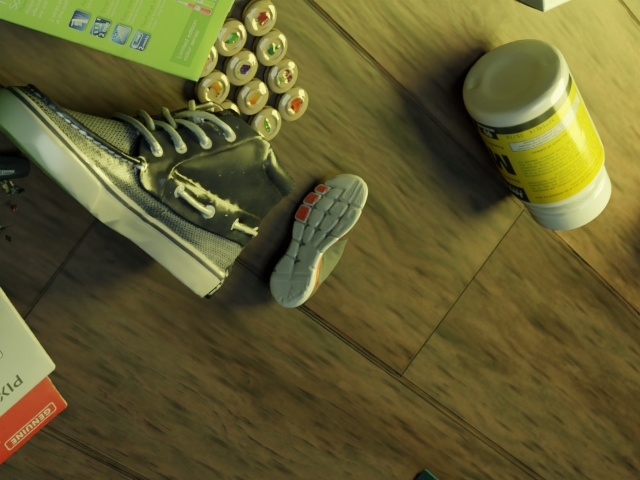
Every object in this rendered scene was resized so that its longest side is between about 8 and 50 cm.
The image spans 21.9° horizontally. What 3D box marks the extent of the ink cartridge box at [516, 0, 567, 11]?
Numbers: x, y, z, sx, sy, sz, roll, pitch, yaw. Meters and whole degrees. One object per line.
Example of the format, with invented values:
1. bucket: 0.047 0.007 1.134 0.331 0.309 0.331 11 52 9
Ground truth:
1. ink cartridge box: 0.277 -0.338 1.758 0.175 0.072 0.127 -27 127 -24

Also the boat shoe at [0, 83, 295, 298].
1. boat shoe: -0.157 -0.086 1.519 0.158 0.127 0.340 -49 144 -2

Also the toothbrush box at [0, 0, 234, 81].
1. toothbrush box: -0.197 -0.277 1.374 0.283 0.122 0.206 13 106 -43

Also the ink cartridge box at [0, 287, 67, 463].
1. ink cartridge box: -0.369 0.192 1.494 0.296 0.066 0.261 -42 142 -15

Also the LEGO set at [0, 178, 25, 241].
1. LEGO set: -0.302 -0.018 1.511 0.083 0.023 0.054 -54 139 -19

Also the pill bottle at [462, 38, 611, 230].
1. pill bottle: 0.246 -0.112 1.828 0.119 0.119 0.208 -44 133 -11

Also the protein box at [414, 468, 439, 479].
1. protein box: 0.154 0.429 2.006 0.201 0.200 0.136 -51 134 -4

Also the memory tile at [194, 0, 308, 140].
1. memory tile: -0.072 -0.155 1.621 0.113 0.012 0.148 -36 132 -17

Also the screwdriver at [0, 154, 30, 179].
1. screwdriver: -0.335 -0.065 1.454 0.170 0.024 0.025 0 143 -37

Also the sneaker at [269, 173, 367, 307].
1. sneaker: 0.000 0.000 1.751 0.158 0.061 0.065 -57 162 3
